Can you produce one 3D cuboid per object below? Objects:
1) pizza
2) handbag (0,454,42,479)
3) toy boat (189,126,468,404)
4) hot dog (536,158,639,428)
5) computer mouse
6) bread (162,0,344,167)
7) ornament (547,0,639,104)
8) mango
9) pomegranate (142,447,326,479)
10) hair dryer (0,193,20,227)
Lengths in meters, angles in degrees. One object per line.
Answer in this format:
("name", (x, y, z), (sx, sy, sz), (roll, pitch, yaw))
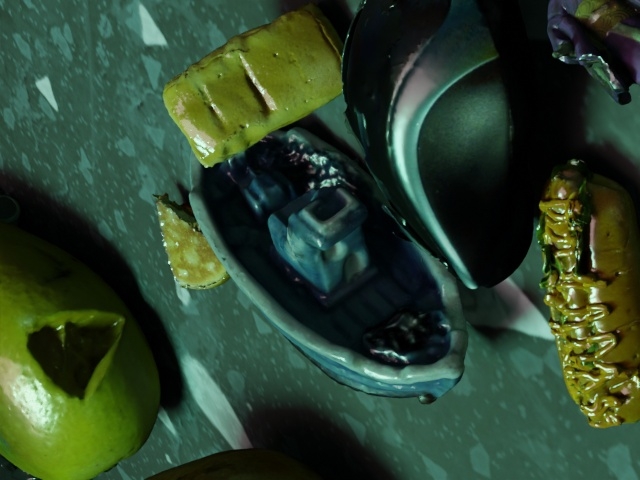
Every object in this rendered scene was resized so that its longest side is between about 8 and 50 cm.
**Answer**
("pizza", (-0.101, 0.006, 1.368), (0.099, 0.029, 0.100), (13, 129, 43))
("handbag", (-0.418, 0.260, 2.030), (0.275, 0.088, 0.244), (53, 146, 15))
("toy boat", (0.000, 0.000, 1.094), (0.309, 0.129, 0.142), (46, 161, 32))
("hot dog", (0.168, 0.040, 0.945), (0.072, 0.055, 0.188), (15, 127, 50))
("computer mouse", (0.068, -0.073, 0.926), (0.137, 0.096, 0.233), (-116, 16, -56))
("bread", (-0.041, -0.110, 1.072), (0.074, 0.132, 0.053), (63, -172, -3))
("ornament", (0.164, -0.116, 0.797), (0.203, 0.088, 0.081), (58, 133, 29))
("mango", (-0.315, 0.106, 1.619), (0.365, 0.182, 0.253), (39, 148, 28))
("pomegranate", (-0.089, 0.361, 1.360), (0.338, 0.338, 0.338), (38, 144, 35))
("hair dryer", (-0.382, -0.054, 1.742), (0.124, 0.038, 0.063), (55, 151, 21))
